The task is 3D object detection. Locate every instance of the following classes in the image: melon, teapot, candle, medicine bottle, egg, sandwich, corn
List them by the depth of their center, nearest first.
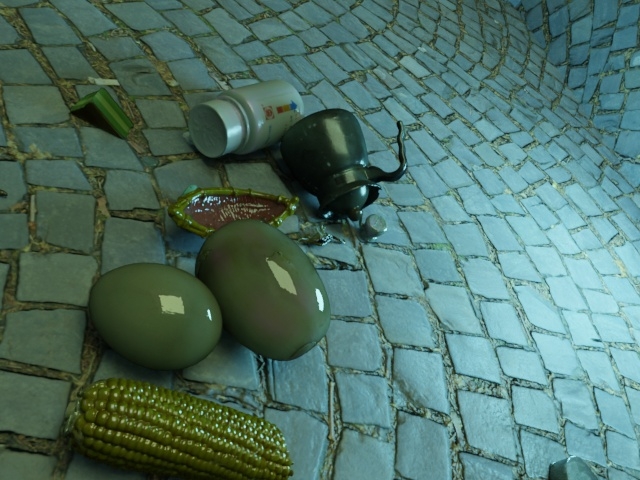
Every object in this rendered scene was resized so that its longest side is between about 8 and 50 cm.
[{"bbox_3d":[-0.227,0.325,0.983,0.388,0.144,0.143,20,46,-24],"label":"corn"},{"bbox_3d":[-0.296,0.135,1.061,0.242,0.186,0.185,20,45,-6],"label":"egg"},{"bbox_3d":[-0.118,0.096,1.187,0.317,0.223,0.223,50,44,11],"label":"melon"},{"bbox_3d":[0.615,0.609,1.365,0.192,0.068,0.168,42,44,10],"label":"candle"},{"bbox_3d":[-0.520,-0.293,1.407,0.116,0.074,0.074,55,32,-33],"label":"sandwich"},{"bbox_3d":[-0.189,-0.317,1.533,0.170,0.170,0.293,48,42,10],"label":"medicine bottle"},{"bbox_3d":[0.077,-0.187,1.561,0.306,0.223,0.285,-17,73,-17],"label":"teapot"},{"bbox_3d":[0.136,-0.037,1.593,0.083,0.064,0.064,35,49,3],"label":"teapot"}]

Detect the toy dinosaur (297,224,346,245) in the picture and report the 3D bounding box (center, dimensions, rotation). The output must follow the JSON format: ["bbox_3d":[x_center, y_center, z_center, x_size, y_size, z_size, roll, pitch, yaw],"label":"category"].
[{"bbox_3d":[-0.006,-0.012,1.495,0.180,0.037,0.058,-7,55,-39],"label":"toy dinosaur"}]

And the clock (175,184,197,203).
[{"bbox_3d":[-0.266,-0.063,1.357,0.135,0.041,0.101,29,43,-10],"label":"clock"}]

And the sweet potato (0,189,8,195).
[{"bbox_3d":[-0.664,-0.120,1.148,0.115,0.026,0.026,40,42,-2],"label":"sweet potato"}]

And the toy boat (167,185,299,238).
[{"bbox_3d":[-0.199,-0.061,1.306,0.318,0.099,0.140,-8,66,-38],"label":"toy boat"}]
